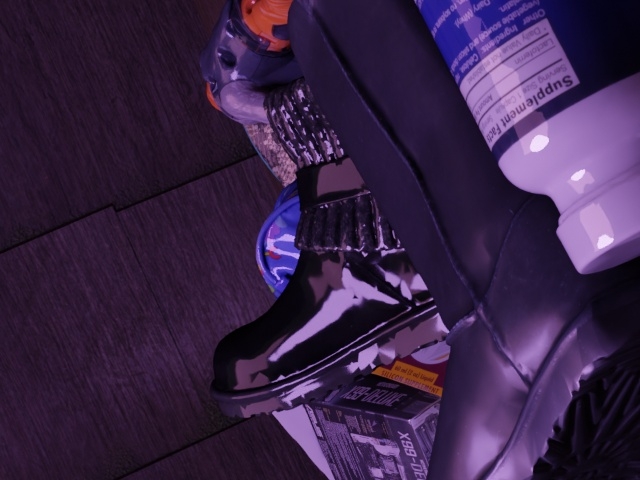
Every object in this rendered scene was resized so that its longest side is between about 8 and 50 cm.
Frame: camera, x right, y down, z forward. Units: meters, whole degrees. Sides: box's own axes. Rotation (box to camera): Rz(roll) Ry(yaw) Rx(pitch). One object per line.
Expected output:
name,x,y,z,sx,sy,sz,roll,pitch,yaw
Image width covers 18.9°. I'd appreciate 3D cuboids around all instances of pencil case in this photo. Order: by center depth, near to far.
pencil case,0.000,0.000,1.948,0.119,0.133,0.306,31,-175,-2

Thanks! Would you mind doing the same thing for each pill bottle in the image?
pill bottle,0.157,-0.122,1.193,0.153,0.153,0.264,100,145,-78

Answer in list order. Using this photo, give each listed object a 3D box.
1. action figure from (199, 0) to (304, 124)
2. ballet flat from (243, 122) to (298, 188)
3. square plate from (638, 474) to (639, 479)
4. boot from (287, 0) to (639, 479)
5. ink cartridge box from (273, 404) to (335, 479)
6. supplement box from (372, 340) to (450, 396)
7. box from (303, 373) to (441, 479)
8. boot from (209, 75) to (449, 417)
action figure,-0.047,-0.256,1.922,0.330,0.179,0.341,106,170,-46
ballet flat,0.075,-0.044,2.243,0.482,0.164,0.182,59,151,6
square plate,0.216,0.062,1.474,0.344,0.049,0.347,-137,39,-70
boot,0.082,0.002,1.441,0.445,0.146,0.367,58,141,31
ink cartridge box,0.067,0.179,2.364,0.223,0.129,0.307,50,-161,-7
supplement box,0.116,0.048,1.890,0.104,0.188,0.081,20,-164,-27
box,0.116,0.300,2.109,0.242,0.077,0.307,1,116,62
boot,-0.003,-0.009,1.712,0.260,0.348,0.131,62,-150,-4
